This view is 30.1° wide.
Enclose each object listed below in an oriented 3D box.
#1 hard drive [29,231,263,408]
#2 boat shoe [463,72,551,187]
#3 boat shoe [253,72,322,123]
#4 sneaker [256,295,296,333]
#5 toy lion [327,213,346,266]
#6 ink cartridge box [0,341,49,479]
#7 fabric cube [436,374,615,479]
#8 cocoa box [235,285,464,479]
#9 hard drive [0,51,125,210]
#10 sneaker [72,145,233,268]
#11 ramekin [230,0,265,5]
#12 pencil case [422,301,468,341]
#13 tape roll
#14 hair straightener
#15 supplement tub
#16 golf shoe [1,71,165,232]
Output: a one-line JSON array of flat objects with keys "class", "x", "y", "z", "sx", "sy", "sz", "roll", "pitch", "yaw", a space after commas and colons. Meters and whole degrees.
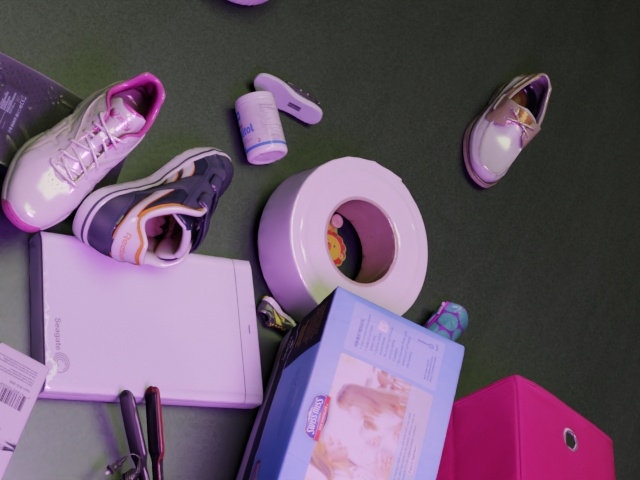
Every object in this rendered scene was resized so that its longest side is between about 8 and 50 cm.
[{"class": "hard drive", "x": -0.249, "y": 0.122, "z": 1.738, "sx": 0.353, "sy": 0.047, "sz": 0.233, "roll": 9, "pitch": 65, "yaw": -35}, {"class": "boat shoe", "x": 0.374, "y": -0.233, "z": 2.365, "sx": 0.113, "sy": 0.103, "sz": 0.302, "roll": 41, "pitch": 50, "yaw": -17}, {"class": "boat shoe", "x": -0.057, "y": -0.252, "z": 2.070, "sx": 0.142, "sy": 0.049, "sz": 0.040, "roll": 31, "pitch": 35, "yaw": -26}, {"class": "sneaker", "x": -0.071, "y": 0.128, "z": 1.894, "sx": 0.083, "sy": 0.031, "sz": 0.035, "roll": 47, "pitch": 62, "yaw": -6}, {"class": "toy lion", "x": 0.000, "y": 0.000, "z": 2.009, "sx": 0.100, "sy": 0.034, "sz": 0.096, "roll": 13, "pitch": 70, "yaw": -34}, {"class": "ink cartridge box", "x": -0.458, "y": 0.224, "z": 1.494, "sx": 0.153, "sy": 0.087, "sz": 0.208, "roll": 34, "pitch": 51, "yaw": -23}, {"class": "fabric cube", "x": 0.284, "y": 0.405, "z": 1.813, "sx": 0.254, "sy": 0.259, "sz": 0.258, "roll": 35, "pitch": 40, "yaw": -29}, {"class": "cocoa box", "x": 0.035, "y": 0.290, "z": 1.739, "sx": 0.231, "sy": 0.228, "sz": 0.347, "roll": 26, "pitch": 54, "yaw": -12}, {"class": "hard drive", "x": -0.409, "y": -0.151, "z": 1.729, "sx": 0.255, "sy": 0.054, "sz": 0.172, "roll": 31, "pitch": 54, "yaw": -25}, {"class": "sneaker", "x": -0.211, "y": -0.040, "z": 1.756, "sx": 0.127, "sy": 0.126, "sz": 0.321, "roll": 32, "pitch": 35, "yaw": 21}, {"class": "ramekin", "x": -0.129, "y": -0.511, "z": 2.084, "sx": 0.207, "sy": 0.109, "sz": 0.207, "roll": 18, "pitch": 59, "yaw": -32}, {"class": "pencil case", "x": 0.194, "y": 0.167, "z": 2.063, "sx": 0.152, "sy": 0.064, "sz": 0.070, "roll": -42, "pitch": 114, "yaw": -43}, {"class": "tape roll", "x": 0.041, "y": 0.008, "z": 1.955, "sx": 0.286, "sy": 0.100, "sz": 0.286, "roll": 8, "pitch": 76, "yaw": -34}, {"class": "hair straightener", "x": -0.256, "y": 0.317, "z": 1.624, "sx": 0.089, "sy": 0.047, "sz": 0.230, "roll": -2, "pitch": 87, "yaw": -34}, {"class": "supplement tub", "x": -0.099, "y": -0.187, "z": 1.985, "sx": 0.071, "sy": 0.071, "sz": 0.107, "roll": -3, "pitch": 71, "yaw": -40}, {"class": "golf shoe", "x": -0.327, "y": -0.135, "z": 1.657, "sx": 0.115, "sy": 0.140, "sz": 0.306, "roll": 46, "pitch": 50, "yaw": -16}]
